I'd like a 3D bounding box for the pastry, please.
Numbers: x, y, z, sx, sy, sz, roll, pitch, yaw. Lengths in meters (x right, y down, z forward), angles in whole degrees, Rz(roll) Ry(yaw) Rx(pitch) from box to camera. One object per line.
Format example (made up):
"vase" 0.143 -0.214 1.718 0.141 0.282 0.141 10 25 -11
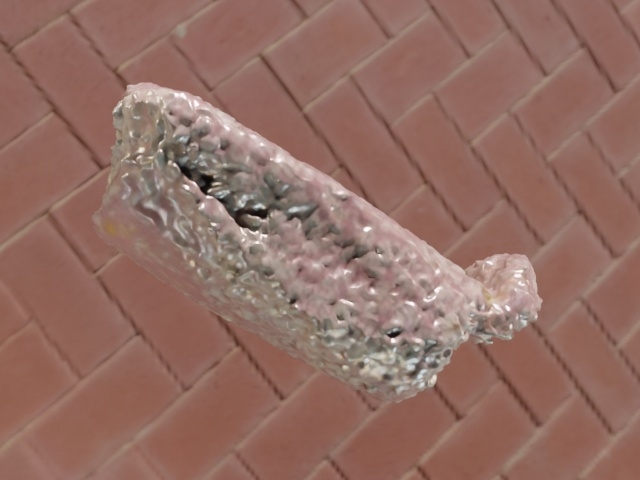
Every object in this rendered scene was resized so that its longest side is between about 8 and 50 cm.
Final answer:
"pastry" -0.002 0.013 0.694 0.265 0.103 0.112 23 80 -18
